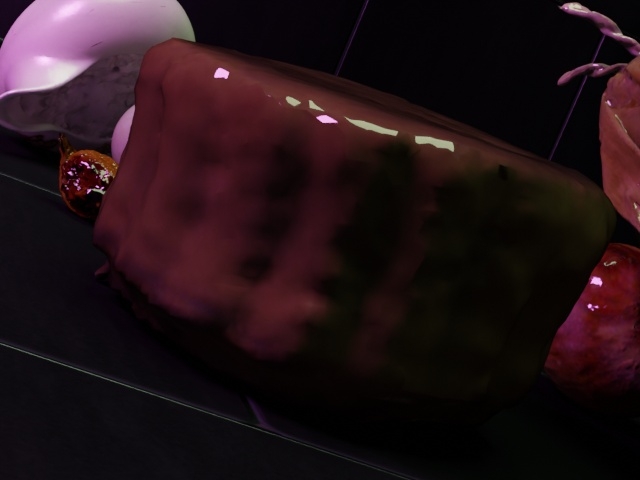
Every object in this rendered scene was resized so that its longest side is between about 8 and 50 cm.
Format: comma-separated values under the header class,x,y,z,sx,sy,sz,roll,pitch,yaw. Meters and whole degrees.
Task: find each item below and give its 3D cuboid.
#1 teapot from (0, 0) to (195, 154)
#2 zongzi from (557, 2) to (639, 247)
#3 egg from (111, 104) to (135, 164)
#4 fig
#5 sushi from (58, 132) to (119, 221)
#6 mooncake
class,x,y,z,sx,sy,sz,roll,pitch,yaw
teapot,-0.206,-0.164,1.359,0.298,0.204,0.139,-8,47,-37
zongzi,0.293,-0.016,0.943,0.467,0.218,0.500,10,54,-65
egg,-0.125,-0.078,1.304,0.152,0.114,0.114,23,6,-23
fig,0.252,0.076,1.244,0.160,0.143,0.231,42,-1,-11
sushi,-0.181,-0.042,1.097,0.099,0.050,0.047,36,7,23
mooncake,0.015,-0.004,0.890,0.324,0.187,0.324,20,7,-3
